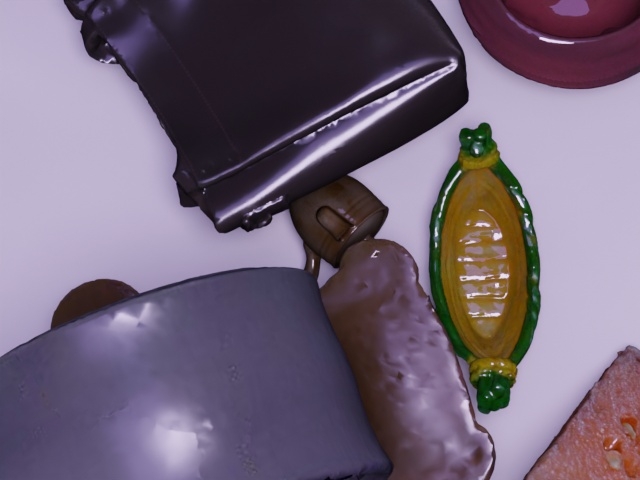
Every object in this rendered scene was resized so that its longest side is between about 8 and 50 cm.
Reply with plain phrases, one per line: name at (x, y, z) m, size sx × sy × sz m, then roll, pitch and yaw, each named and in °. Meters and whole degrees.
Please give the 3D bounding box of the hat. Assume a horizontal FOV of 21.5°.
hat at (0.205, -0.215, 1.370) m, size 0.205 × 0.089 × 0.205 m, roll 0°, pitch 74°, yaw 1°

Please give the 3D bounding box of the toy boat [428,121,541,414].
toy boat at (0.130, 0.024, 1.322) m, size 0.089 × 0.088 × 0.229 m, roll -4°, pitch 77°, yaw 3°

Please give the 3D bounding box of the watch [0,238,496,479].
watch at (-0.078, 0.130, 1.172) m, size 0.335 × 0.327 × 0.314 m, roll -23°, pitch 78°, yaw 11°

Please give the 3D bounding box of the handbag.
handbag at (-0.048, -0.164, 1.355) m, size 0.257 × 0.113 × 0.285 m, roll -33°, pitch 70°, yaw -4°

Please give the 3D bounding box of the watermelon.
watermelon at (0.228, 0.197, 1.255) m, size 0.193 × 0.140 × 0.257 m, roll 26°, pitch 48°, yaw 0°

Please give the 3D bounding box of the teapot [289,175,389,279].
teapot at (0.000, 0.000, 1.346) m, size 0.080 × 0.085 × 0.110 m, roll 42°, pitch 104°, yaw 15°
